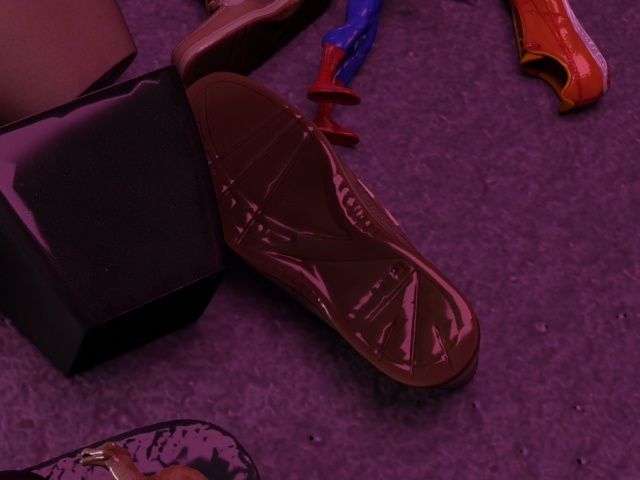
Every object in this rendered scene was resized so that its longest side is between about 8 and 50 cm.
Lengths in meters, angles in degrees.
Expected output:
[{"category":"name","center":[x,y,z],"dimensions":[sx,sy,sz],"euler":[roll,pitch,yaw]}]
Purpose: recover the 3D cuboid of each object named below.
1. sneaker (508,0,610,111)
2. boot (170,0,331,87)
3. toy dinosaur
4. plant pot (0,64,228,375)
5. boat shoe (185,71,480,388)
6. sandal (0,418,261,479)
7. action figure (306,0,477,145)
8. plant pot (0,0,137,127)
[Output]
[{"category":"sneaker","center":[0.211,-0.201,1.640],"dimensions":[0.067,0.064,0.175],"euler":[-23,60,-12]},{"category":"boot","center":[-0.103,-0.239,1.600],"dimensions":[0.165,0.077,0.213],"euler":[39,53,15]},{"category":"toy dinosaur","center":[-0.098,0.207,1.242],"dimensions":[0.183,0.053,0.092],"euler":[33,47,-4]},{"category":"plant pot","center":[-0.175,-0.003,1.376],"dimensions":[0.188,0.187,0.167],"euler":[-25,77,-24]},{"category":"boat shoe","center":[0.000,0.000,1.441],"dimensions":[0.121,0.110,0.341],"euler":[-42,74,0]},{"category":"sandal","center":[-0.248,0.228,1.240],"dimensions":[0.446,0.107,0.167],"euler":[-22,63,-24]},{"category":"action figure","center":[0.078,-0.215,1.609],"dimensions":[0.139,0.091,0.280],"euler":[9,56,4]},{"category":"plant pot","center":[-0.296,-0.219,1.467],"dimensions":[0.274,0.256,0.256],"euler":[48,59,-2]}]
